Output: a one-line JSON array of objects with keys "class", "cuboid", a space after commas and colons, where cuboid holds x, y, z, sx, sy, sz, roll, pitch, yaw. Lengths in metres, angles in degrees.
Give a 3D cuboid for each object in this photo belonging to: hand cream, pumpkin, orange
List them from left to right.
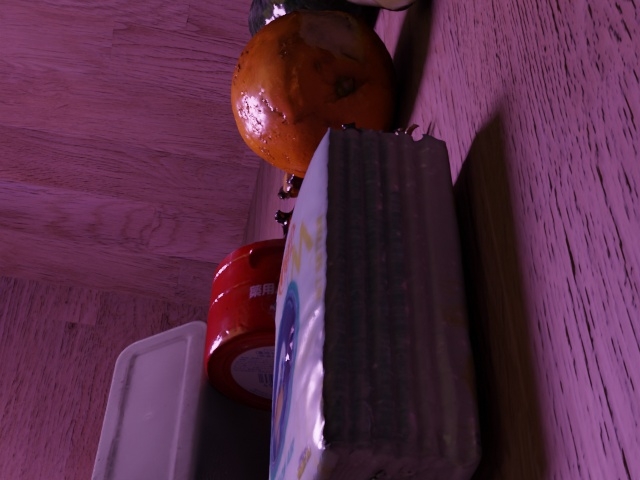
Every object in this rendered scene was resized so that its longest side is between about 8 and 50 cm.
[{"class": "hand cream", "cuboid": [-0.038, 0.117, 1.369, 0.230, 0.230, 0.149, 111, 166, -54]}, {"class": "orange", "cuboid": [-0.007, -0.206, 1.484, 0.240, 0.240, 0.239, -171, 90, -82]}, {"class": "pumpkin", "cuboid": [-0.003, -0.443, 1.850, 0.300, 0.207, 0.300, -156, 90, -84]}]

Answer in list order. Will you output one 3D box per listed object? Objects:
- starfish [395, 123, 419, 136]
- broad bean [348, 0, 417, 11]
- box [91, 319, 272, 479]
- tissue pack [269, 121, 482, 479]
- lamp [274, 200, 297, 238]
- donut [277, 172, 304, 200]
[{"class": "starfish", "cuboid": [0.092, -0.069, 1.303, 0.133, 0.041, 0.130, 104, -178, -72]}, {"class": "broad bean", "cuboid": [0.116, -0.381, 1.337, 0.263, 0.121, 0.189, -4, 71, 66]}, {"class": "box", "cuboid": [-0.148, 0.347, 1.437, 0.351, 0.178, 0.343, -91, -25, -54]}, {"class": "tissue pack", "cuboid": [0.040, 0.117, 1.040, 0.287, 0.162, 0.388, 107, 168, -46]}, {"class": "lamp", "cuboid": [0.000, 0.000, 1.518, 0.182, 0.140, 0.181, -169, 90, -83]}, {"class": "donut", "cuboid": [0.008, -0.164, 1.715, 0.144, 0.126, 0.186, 121, 155, -50]}]
